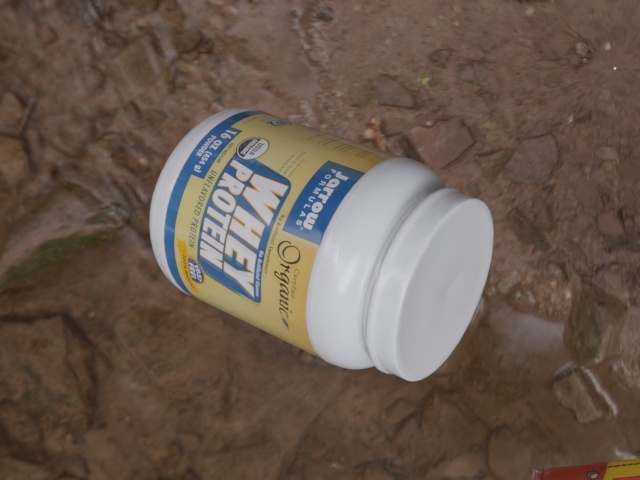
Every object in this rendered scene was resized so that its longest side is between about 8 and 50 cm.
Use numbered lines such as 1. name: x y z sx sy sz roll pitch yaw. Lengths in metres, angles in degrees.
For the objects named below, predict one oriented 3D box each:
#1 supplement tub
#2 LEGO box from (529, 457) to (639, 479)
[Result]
1. supplement tub: 0.000 0.000 0.601 0.199 0.144 0.144 21 107 31
2. LEGO box: 0.422 0.315 0.559 0.500 0.193 0.372 -14 116 26
